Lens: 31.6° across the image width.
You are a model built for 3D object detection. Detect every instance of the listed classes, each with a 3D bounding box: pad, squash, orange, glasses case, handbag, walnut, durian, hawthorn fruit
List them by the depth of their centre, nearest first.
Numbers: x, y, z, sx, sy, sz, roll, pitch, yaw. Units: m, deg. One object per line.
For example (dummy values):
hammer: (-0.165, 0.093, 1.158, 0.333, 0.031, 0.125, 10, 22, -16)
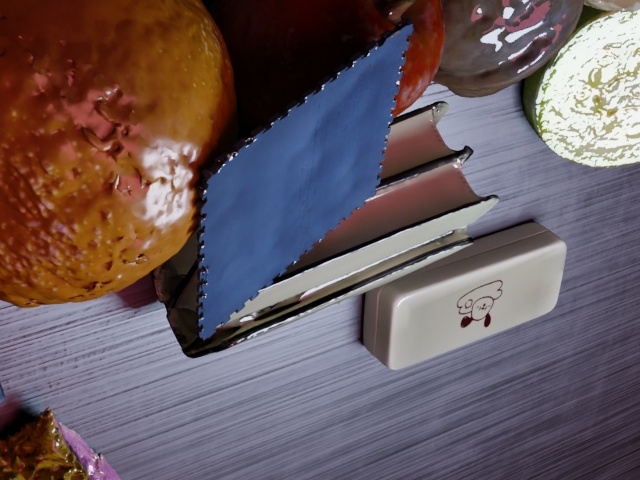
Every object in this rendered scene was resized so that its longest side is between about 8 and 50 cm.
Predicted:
orange: (-0.235, -0.120, 0.982, 0.293, 0.340, 0.340, -68, 156, -48)
pad: (-0.018, -0.051, 1.048, 0.269, 0.012, 0.270, -40, 158, -30)
hawthorn fruit: (0.019, -0.205, 1.166, 0.235, 0.263, 0.231, 5, 118, -56)
walnut: (0.189, -0.270, 1.286, 0.224, 0.224, 0.224, -19, 128, -26)
handbag: (0.000, 0.000, 1.312, 0.358, 0.160, 0.237, -21, 167, -25)
durian: (-0.308, 0.356, 1.376, 0.191, 0.112, 0.341, -40, 137, -12)
squash: (0.401, -0.205, 1.515, 0.252, 0.049, 0.252, -4, 124, -6)
glasses case: (0.207, 0.076, 1.609, 0.313, 0.070, 0.131, -16, 127, -28)

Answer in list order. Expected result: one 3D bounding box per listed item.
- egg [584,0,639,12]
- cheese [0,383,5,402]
egg: (0.378, -0.382, 1.347, 0.245, 0.203, 0.203, -40, 134, -13)
cheese: (-0.416, 0.196, 1.243, 0.145, 0.038, 0.095, -30, 134, -26)
